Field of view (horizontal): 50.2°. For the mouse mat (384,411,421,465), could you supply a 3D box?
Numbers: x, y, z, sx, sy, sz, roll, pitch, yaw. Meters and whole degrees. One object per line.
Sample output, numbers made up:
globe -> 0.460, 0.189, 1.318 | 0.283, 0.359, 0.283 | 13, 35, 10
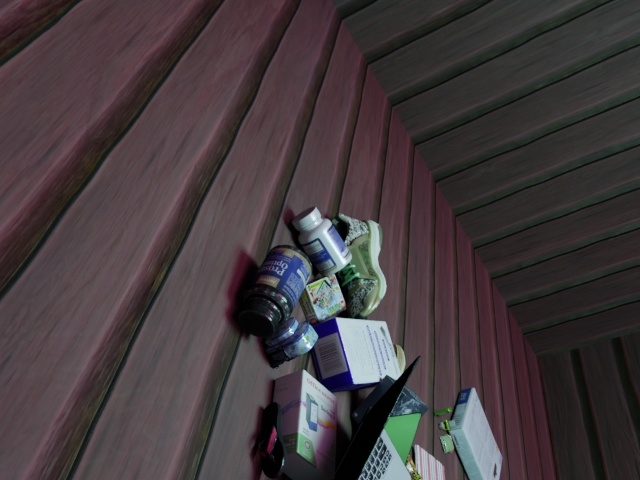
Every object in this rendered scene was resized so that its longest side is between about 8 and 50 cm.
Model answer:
mouse mat -> 0.206, 0.564, 1.890 | 0.152, 0.007, 0.190 | 6, 103, -42

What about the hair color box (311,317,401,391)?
hair color box -> 0.102, 0.326, 1.944 | 0.338, 0.110, 0.185 | 15, 56, -59

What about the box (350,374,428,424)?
box -> 0.196, 0.483, 1.921 | 0.158, 0.156, 0.093 | 38, 3, -47

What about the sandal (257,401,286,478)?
sandal -> -0.112, 0.429, 1.476 | 0.040, 0.067, 0.179 | 36, 31, -36

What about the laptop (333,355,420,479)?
laptop -> 0.159, 0.559, 1.612 | 0.408, 0.236, 0.382 | 62, 38, -18

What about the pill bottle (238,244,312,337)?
pill bottle -> -0.110, 0.122, 1.636 | 0.123, 0.122, 0.219 | 55, 40, -26

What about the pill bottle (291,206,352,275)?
pill bottle -> 0.000, 0.000, 1.995 | 0.187, 0.112, 0.112 | 58, 26, -15

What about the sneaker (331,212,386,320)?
sneaker -> 0.088, 0.076, 2.132 | 0.182, 0.158, 0.411 | 27, 40, -26

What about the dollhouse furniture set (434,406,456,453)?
dollhouse furniture set -> 0.459, 0.679, 2.440 | 0.076, 0.058, 0.152 | 18, 54, -59

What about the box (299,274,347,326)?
box -> 0.006, 0.169, 1.960 | 0.207, 0.036, 0.114 | -18, 86, -66

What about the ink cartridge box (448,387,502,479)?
ink cartridge box -> 0.603, 0.789, 2.638 | 0.330, 0.071, 0.324 | 68, 23, -7

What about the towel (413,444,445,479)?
towel -> 0.349, 0.760, 2.190 | 0.197, 0.029, 0.144 | 45, 33, -36

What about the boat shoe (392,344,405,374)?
boat shoe -> 0.229, 0.407, 2.192 | 0.072, 0.068, 0.190 | 37, 37, -29

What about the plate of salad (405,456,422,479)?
plate of salad -> 0.251, 0.691, 2.016 | 0.200, 0.048, 0.200 | 45, 33, -41

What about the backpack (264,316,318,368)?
backpack -> -0.072, 0.238, 1.648 | 0.084, 0.114, 0.105 | 61, 26, -16

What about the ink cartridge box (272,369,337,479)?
ink cartridge box -> -0.039, 0.433, 1.582 | 0.154, 0.093, 0.213 | 48, 30, -36
